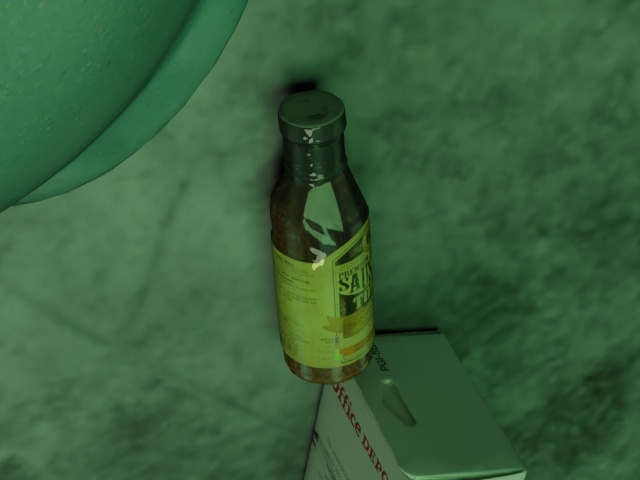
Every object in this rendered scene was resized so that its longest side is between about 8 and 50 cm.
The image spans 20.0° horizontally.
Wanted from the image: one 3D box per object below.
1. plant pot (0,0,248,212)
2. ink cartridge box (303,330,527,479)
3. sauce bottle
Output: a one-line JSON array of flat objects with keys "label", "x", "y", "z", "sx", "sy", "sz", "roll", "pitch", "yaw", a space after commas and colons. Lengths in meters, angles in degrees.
[{"label": "plant pot", "x": -0.132, "y": -0.111, "z": 0.452, "sx": 0.293, "sy": 0.293, "sz": 0.196, "roll": -48, "pitch": 148, "yaw": 16}, {"label": "ink cartridge box", "x": 0.035, "y": 0.122, "z": 0.797, "sx": 0.056, "sy": 0.099, "sz": 0.135, "roll": -3, "pitch": 127, "yaw": -21}, {"label": "sauce bottle", "x": 0.000, "y": 0.000, "z": 0.727, "sx": 0.042, "sy": 0.042, "sz": 0.128, "roll": -15, "pitch": 131, "yaw": -12}]
